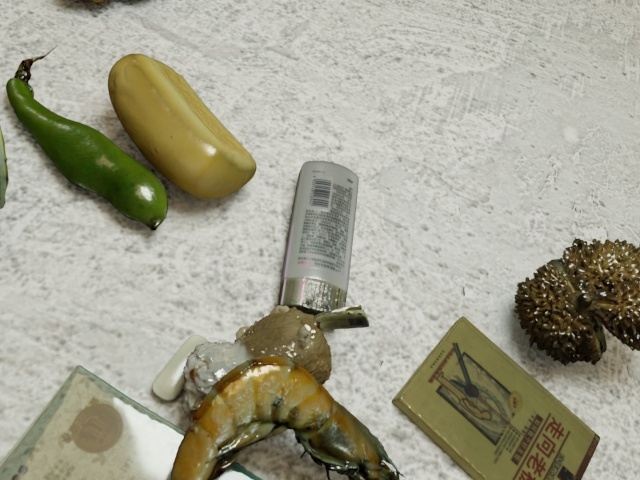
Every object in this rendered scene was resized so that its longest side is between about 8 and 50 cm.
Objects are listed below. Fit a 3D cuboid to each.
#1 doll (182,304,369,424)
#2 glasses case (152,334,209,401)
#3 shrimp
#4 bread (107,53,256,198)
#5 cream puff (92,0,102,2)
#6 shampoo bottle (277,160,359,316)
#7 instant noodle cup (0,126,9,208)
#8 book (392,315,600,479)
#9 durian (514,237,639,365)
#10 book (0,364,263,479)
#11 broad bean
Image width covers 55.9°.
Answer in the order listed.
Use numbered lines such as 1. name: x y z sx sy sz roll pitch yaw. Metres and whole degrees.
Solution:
1. doll: -0.050 0.129 0.662 0.221 0.114 0.105 -32 33 -23
2. glasses case: -0.154 0.142 0.674 0.032 0.021 0.083 34 56 3
3. shrimp: -0.031 0.243 0.596 0.262 0.051 0.198 43 76 -24
4. bread: -0.184 -0.139 0.776 0.217 0.098 0.147 51 17 14
5. cream puff: -0.303 -0.444 0.902 0.169 0.183 0.183 -2 60 -33
6. shampoo bottle: 0.000 0.000 0.788 0.086 0.056 0.227 13 57 -9
7. instant noodle cup: -0.470 -0.120 0.574 0.254 0.325 0.325 -16 66 -36
8. book: 0.220 0.223 0.744 0.231 0.026 0.161 42 57 9
9. durian: 0.345 0.081 0.765 0.196 0.196 0.167 -20 62 -27
10. book: -0.153 0.321 0.561 0.379 0.031 0.264 30 57 2
11. broad bean: -0.300 -0.127 0.762 0.098 0.056 0.318 -37 76 -13
